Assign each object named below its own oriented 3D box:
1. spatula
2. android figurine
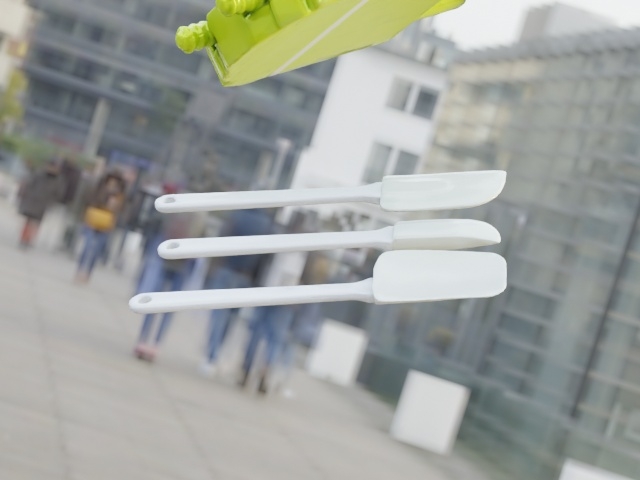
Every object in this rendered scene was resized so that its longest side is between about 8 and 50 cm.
[{"bbox_3d":[0.000,0.000,1.194,0.242,0.019,0.168,-3,34,7],"label":"spatula"},{"bbox_3d":[0.021,-0.182,1.344,0.273,0.056,0.248,-19,-8,-34],"label":"android figurine"}]
